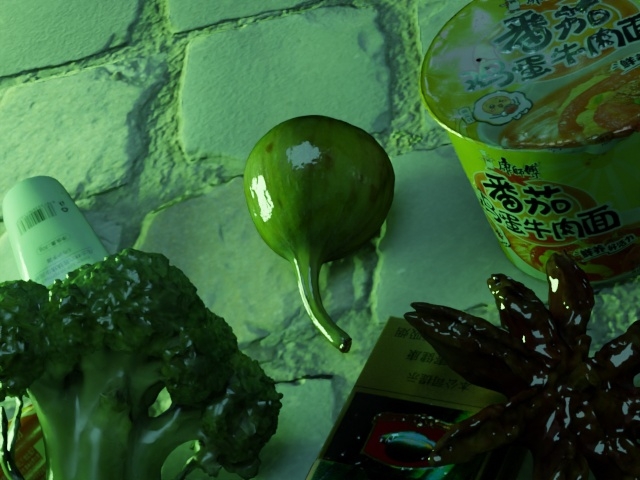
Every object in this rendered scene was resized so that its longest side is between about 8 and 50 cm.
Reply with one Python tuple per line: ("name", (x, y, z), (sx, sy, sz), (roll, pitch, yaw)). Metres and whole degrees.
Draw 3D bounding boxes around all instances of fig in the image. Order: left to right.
("fig", (0.000, 0.000, 1.716), (0.149, 0.149, 0.245), (-8, 63, 16))

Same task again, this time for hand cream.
("hand cream", (-0.248, 0.048, 1.801), (0.109, 0.067, 0.321), (-26, 46, -6))

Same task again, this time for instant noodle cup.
("instant noodle cup", (0.236, -0.099, 1.628), (0.264, 0.200, 0.264), (-12, 42, 11))

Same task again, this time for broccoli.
("broccoli", (-0.168, 0.154, 1.573), (0.254, 0.302, 0.186), (-22, 10, -16))

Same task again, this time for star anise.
("star anise", (0.198, 0.117, 1.440), (0.288, 0.088, 0.288), (9, 54, -12))

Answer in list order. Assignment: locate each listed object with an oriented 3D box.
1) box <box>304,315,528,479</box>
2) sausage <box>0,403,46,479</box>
("box", (0.090, 0.178, 1.501), (0.159, 0.071, 0.240), (8, 49, 25))
("sausage", (-0.302, 0.233, 1.615), (0.083, 0.083, 0.264), (21, 55, 38))
